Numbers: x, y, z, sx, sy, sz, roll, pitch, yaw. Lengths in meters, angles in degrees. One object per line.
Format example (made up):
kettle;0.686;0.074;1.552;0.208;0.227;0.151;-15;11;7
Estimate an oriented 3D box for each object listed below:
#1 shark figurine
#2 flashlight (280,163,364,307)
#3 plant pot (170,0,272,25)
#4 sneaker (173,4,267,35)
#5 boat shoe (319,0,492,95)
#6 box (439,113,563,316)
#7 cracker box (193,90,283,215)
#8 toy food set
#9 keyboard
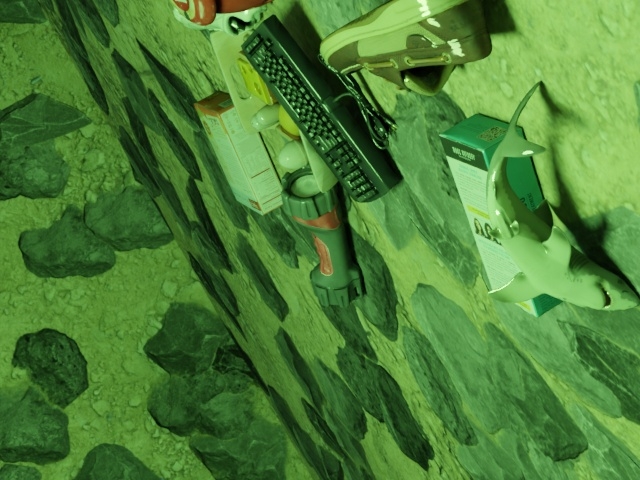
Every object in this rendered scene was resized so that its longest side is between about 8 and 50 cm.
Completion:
shark figurine;0.246;-0.035;1.382;0.166;0.116;0.278;-14;118;39
flashlight;0.000;0.000;2.170;0.103;0.103;0.304;45;158;38
plant pot;-0.145;-0.418;1.749;0.191;0.174;0.191;50;160;25
sneaker;-0.166;-0.389;2.004;0.118;0.110;0.292;53;165;-8
boat shoe;0.104;-0.226;1.432;0.123;0.123;0.342;63;158;-7
box;0.231;-0.031;1.485;0.100;0.060;0.244;32;148;59
cracker box;-0.161;-0.177;2.412;0.155;0.067;0.232;30;146;62
toy food set;-0.086;-0.227;2.048;0.306;0.092;0.220;38;154;51
keyboard;0.008;-0.200;1.800;0.317;0.033;0.201;52;148;-4
